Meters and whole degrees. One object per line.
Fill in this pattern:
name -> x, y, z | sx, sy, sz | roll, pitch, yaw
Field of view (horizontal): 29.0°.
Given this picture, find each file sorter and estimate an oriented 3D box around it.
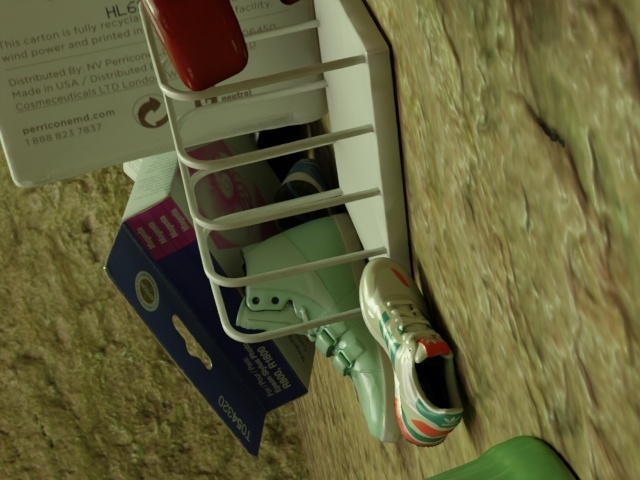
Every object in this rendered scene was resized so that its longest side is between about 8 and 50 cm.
file sorter -> -0.036, -0.076, 1.064 | 0.193, 0.173, 0.278 | -111, 9, -49

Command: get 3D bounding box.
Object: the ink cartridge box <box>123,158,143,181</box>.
ink cartridge box -> -0.158, -0.164, 1.646 | 0.211, 0.121, 0.289 | 41, 144, 27

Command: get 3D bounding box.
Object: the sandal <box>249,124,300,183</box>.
sandal -> -0.053, -0.073, 1.626 | 0.054, 0.097, 0.254 | 41, 157, 28

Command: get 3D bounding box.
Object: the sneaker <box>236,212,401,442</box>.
sneaker -> -0.007, 0.107, 1.309 | 0.094, 0.151, 0.256 | 96, 157, -68

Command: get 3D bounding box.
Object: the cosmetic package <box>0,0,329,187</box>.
cosmetic package -> -0.203, -0.314, 1.288 | 0.394, 0.329, 0.328 | -112, 11, -56

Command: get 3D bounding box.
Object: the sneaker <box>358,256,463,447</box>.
sneaker -> 0.079, 0.080, 0.990 | 0.075, 0.057, 0.161 | 127, 132, -60

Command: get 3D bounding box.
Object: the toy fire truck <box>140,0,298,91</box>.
toy fire truck -> -0.059, -0.242, 0.692 | 0.254, 0.169, 0.302 | 65, 177, -20

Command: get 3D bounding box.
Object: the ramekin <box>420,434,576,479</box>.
ramekin -> 0.101, 0.285, 0.762 | 0.303, 0.148, 0.304 | 166, 90, -84

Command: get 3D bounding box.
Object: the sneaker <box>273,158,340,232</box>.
sneaker -> 0.000, 0.000, 1.438 | 0.081, 0.080, 0.211 | -78, -16, -51

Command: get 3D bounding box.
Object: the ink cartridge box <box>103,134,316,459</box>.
ink cartridge box -> -0.100, 0.025, 1.428 | 0.324, 0.071, 0.330 | 57, -154, -34
